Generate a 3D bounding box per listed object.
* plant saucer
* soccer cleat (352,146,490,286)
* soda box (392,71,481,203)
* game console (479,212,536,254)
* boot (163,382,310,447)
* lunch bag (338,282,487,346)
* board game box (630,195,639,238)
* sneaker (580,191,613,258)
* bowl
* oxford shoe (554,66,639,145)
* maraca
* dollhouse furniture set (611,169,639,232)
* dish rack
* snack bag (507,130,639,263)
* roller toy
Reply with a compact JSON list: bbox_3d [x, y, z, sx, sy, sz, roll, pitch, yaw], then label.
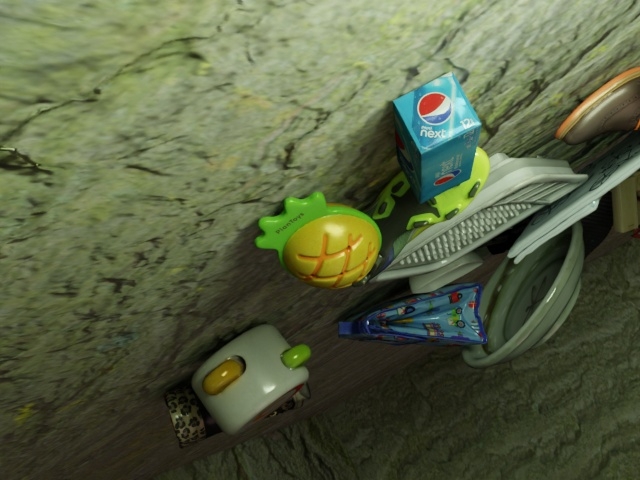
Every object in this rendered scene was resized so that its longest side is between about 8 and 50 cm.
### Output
[{"bbox_3d":[0.461,0.125,2.022,0.400,0.100,0.400,-56,-173,10],"label":"plant saucer"},{"bbox_3d":[0.117,-0.048,1.262,0.289,0.093,0.121,-43,-170,36],"label":"soccer cleat"},{"bbox_3d":[0.127,-0.108,1.039,0.071,0.067,0.210,-26,166,0],"label":"soda box"},{"bbox_3d":[0.392,-0.034,1.872,0.213,0.044,0.361,-39,163,35],"label":"game console"},{"bbox_3d":[-0.179,0.335,1.966,0.284,0.138,0.377,-18,175,-11],"label":"boot"},{"bbox_3d":[0.180,0.172,2.031,0.293,0.138,0.221,-4,175,-14],"label":"lunch bag"},{"bbox_3d":[0.789,-0.123,2.101,0.027,0.145,0.281,16,154,-9],"label":"board game box"},{"bbox_3d":[0.558,-0.004,2.184,0.122,0.146,0.330,14,120,-33],"label":"sneaker"},{"bbox_3d":[0.251,0.054,1.898,0.142,0.053,0.142,-30,166,24],"label":"bowl"},{"bbox_3d":[0.460,-0.189,1.298,0.271,0.098,0.097,-27,166,-1],"label":"oxford shoe"},{"bbox_3d":[0.000,0.000,1.155,0.127,0.099,0.185,-40,138,17],"label":"maraca"},{"bbox_3d":[0.669,-0.084,2.061,0.151,0.144,0.123,-17,-164,-29],"label":"dollhouse furniture set"},{"bbox_3d":[0.239,-0.043,1.483,0.333,0.072,0.285,-35,165,30],"label":"dish rack"},{"bbox_3d":[0.483,-0.114,1.548,0.342,0.037,0.323,-41,179,36],"label":"snack bag"},{"bbox_3d":[-0.134,0.250,1.705,0.209,0.146,0.191,-30,166,-33],"label":"roller toy"}]
